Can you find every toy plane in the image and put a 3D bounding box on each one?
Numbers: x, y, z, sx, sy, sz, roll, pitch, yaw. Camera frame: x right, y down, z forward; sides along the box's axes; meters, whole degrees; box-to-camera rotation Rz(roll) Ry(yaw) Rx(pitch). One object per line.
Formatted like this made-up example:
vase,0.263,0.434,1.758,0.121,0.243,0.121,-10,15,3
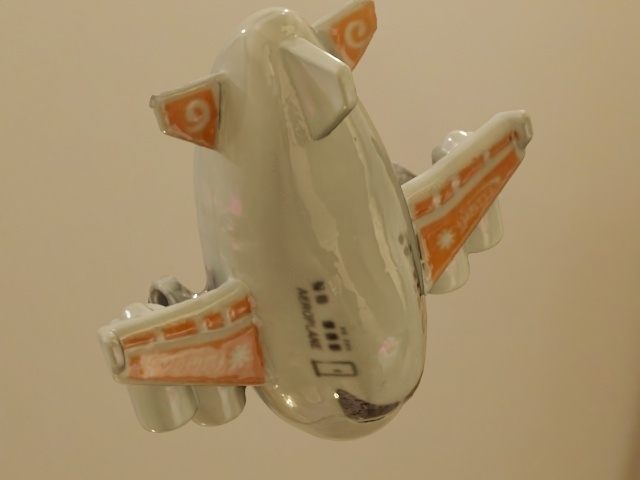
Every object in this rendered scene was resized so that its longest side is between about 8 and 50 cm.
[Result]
toy plane,0.000,0.000,0.791,0.244,0.117,0.245,-17,-59,-31
